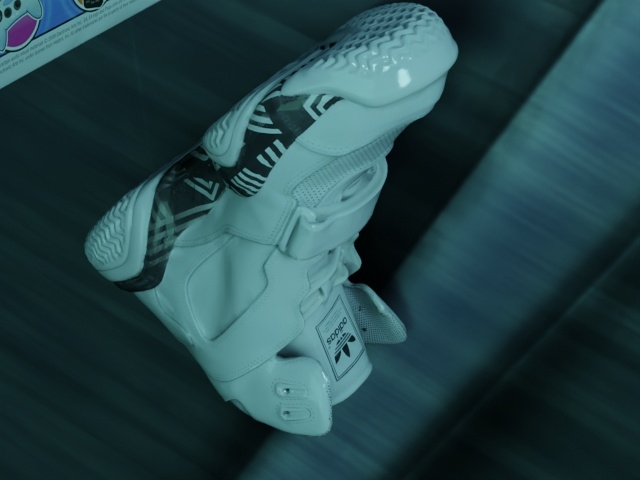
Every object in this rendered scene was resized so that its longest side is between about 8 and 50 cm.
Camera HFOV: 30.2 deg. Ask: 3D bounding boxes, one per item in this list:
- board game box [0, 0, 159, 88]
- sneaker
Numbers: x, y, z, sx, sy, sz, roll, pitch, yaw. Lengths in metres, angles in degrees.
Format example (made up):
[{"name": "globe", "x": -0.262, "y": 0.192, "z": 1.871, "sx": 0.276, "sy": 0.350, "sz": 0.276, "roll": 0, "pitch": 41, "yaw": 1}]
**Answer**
[{"name": "board game box", "x": -0.127, "y": -0.265, "z": 0.579, "sx": 0.086, "sy": 0.308, "sz": 0.301, "roll": 15, "pitch": 126, "yaw": 27}, {"name": "sneaker", "x": 0.000, "y": 0.000, "z": 0.794, "sx": 0.210, "sy": 0.137, "sz": 0.366, "roll": 51, "pitch": 138, "yaw": -7}]
